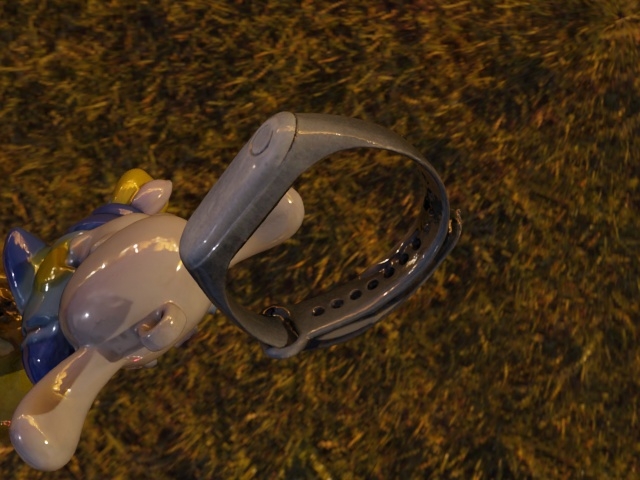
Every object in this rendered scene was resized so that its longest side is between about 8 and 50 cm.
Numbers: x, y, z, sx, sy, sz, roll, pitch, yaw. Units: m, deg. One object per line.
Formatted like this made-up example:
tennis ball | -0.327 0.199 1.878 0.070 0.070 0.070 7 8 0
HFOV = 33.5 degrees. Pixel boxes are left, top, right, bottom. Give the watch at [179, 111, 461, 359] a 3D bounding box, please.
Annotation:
watch | 0.000 0.000 0.842 0.193 0.068 0.206 28 108 -30

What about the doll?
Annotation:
doll | -0.227 0.059 1.214 0.376 0.365 0.187 -28 114 -22

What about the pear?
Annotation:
pear | -0.470 0.154 1.518 0.269 0.269 0.321 37 141 6
